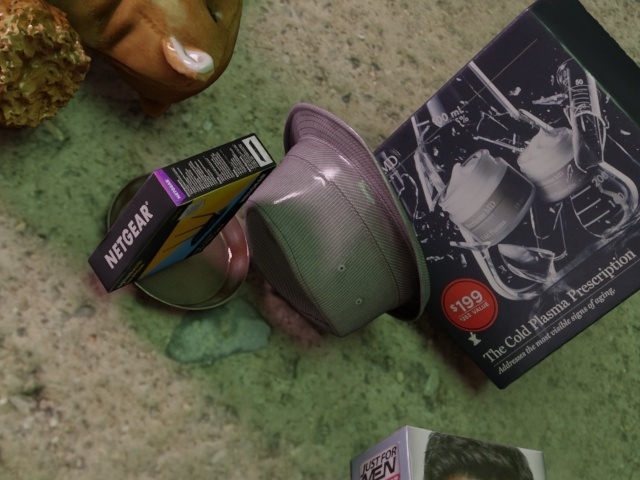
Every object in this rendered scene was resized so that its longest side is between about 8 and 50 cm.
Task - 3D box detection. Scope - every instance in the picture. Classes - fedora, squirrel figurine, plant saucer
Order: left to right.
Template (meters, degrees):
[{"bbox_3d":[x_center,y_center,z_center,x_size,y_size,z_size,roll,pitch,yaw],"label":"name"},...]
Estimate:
[{"bbox_3d":[-0.282,-0.263,1.276,0.370,0.281,0.397,48,62,-15],"label":"squirrel figurine"},{"bbox_3d":[-0.157,0.004,1.312,0.168,0.029,0.168,17,55,-25],"label":"plant saucer"},{"bbox_3d":[0.000,0.000,1.307,0.124,0.244,0.275,-36,130,-17],"label":"fedora"}]

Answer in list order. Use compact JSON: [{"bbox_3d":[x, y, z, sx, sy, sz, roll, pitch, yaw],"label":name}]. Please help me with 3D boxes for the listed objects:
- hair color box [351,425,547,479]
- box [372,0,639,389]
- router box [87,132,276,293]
[{"bbox_3d":[0.146,0.393,1.225,0.185,0.113,0.374,15,55,-27],"label":"hair color box"},{"bbox_3d":[0.243,-0.061,1.398,0.312,0.343,0.179,47,31,1],"label":"box"},{"bbox_3d":[-0.140,-0.026,1.200,0.133,0.179,0.046,-26,77,-41],"label":"router box"}]
